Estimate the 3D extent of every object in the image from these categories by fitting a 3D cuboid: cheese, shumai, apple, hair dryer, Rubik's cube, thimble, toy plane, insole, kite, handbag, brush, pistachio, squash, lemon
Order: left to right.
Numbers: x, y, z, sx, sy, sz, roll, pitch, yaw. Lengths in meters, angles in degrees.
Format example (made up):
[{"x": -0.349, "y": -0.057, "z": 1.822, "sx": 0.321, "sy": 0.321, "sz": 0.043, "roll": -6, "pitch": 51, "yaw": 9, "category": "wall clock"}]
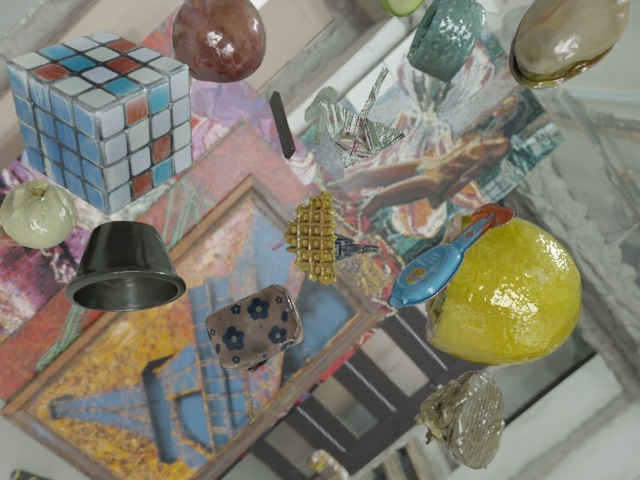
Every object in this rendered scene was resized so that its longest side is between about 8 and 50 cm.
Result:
[{"x": -0.895, "y": -0.015, "z": 1.518, "sx": 0.070, "sy": 0.323, "sz": 0.051, "roll": 54, "pitch": 41, "yaw": -75, "category": "brush"}, {"x": -0.444, "y": -0.253, "z": 1.180, "sx": 0.256, "sy": 0.253, "sz": 0.259, "roll": 29, "pitch": -44, "yaw": 19, "category": "Rubik's cube"}, {"x": -0.292, "y": -0.596, "z": 1.639, "sx": 0.306, "sy": 0.305, "sz": 0.235, "roll": -123, "pitch": -155, "yaw": -53, "category": "apple"}, {"x": -0.168, "y": 0.257, "z": 1.584, "sx": 0.193, "sy": 0.251, "sz": 0.190, "roll": 64, "pitch": 1, "yaw": -72, "category": "handbag"}, {"x": -0.143, "y": 0.012, "z": 1.991, "sx": 0.188, "sy": 0.064, "sz": 0.004, "roll": -79, "pitch": 144, "yaw": -80, "category": "insole"}, {"x": -0.013, "y": -0.464, "z": 2.214, "sx": 0.075, "sy": 0.206, "sz": 0.237, "roll": 17, "pitch": 64, "yaw": -26, "category": "hair dryer"}, {"x": 0.066, "y": 0.031, "z": 2.087, "sx": 0.103, "sy": 0.315, "sz": 0.204, "roll": -22, "pitch": 112, "yaw": -62, "category": "toy plane"}, {"x": 0.099, "y": -0.287, "z": 1.312, "sx": 0.229, "sy": 0.250, "sz": 0.012, "roll": 21, "pitch": 2, "yaw": -15, "category": "kite"}, {"x": 0.266, "y": -0.812, "z": 1.761, "sx": 0.041, "sy": 0.219, "sz": 0.219, "roll": 38, "pitch": -4, "yaw": 45, "category": "squash"}, {"x": 0.347, "y": -0.568, "z": 1.563, "sx": 0.143, "sy": 0.235, "sz": 0.198, "roll": 23, "pitch": 37, "yaw": -11, "category": "thimble"}, {"x": 0.209, "y": 0.024, "z": 0.912, "sx": 0.037, "sy": 0.256, "sz": 0.106, "roll": 54, "pitch": -8, "yaw": -27, "category": "cheese"}, {"x": 0.451, "y": 0.566, "z": 1.888, "sx": 0.266, "sy": 0.314, "sz": 0.262, "roll": 9, "pitch": 0, "yaw": -38, "category": "shumai"}, {"x": 0.415, "y": 0.113, "z": 1.273, "sx": 0.364, "sy": 0.364, "sz": 0.364, "roll": 48, "pitch": 6, "yaw": -7, "category": "lemon"}, {"x": 0.515, "y": -0.446, "z": 1.175, "sx": 0.197, "sy": 0.288, "sz": 0.166, "roll": 48, "pitch": -6, "yaw": 19, "category": "pistachio"}]

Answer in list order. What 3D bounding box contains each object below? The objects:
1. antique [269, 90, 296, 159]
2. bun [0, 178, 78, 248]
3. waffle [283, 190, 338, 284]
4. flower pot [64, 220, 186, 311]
[{"x": -0.081, "y": -0.244, "z": 1.182, "sx": 0.015, "sy": 0.031, "sz": 0.192, "roll": 10, "pitch": 45, "yaw": -29, "category": "antique"}, {"x": -0.659, "y": -0.072, "z": 1.324, "sx": 0.111, "sy": 0.163, "sz": 0.188, "roll": 104, "pitch": -17, "yaw": -44, "category": "bun"}, {"x": 0.000, "y": 0.000, "z": 1.256, "sx": 0.192, "sy": 0.160, "sz": 0.046, "roll": 57, "pitch": 19, "yaw": 12, "category": "waffle"}, {"x": -0.457, "y": 0.056, "z": 1.335, "sx": 0.269, "sy": 0.268, "sz": 0.166, "roll": 39, "pitch": 37, "yaw": -58, "category": "flower pot"}]
